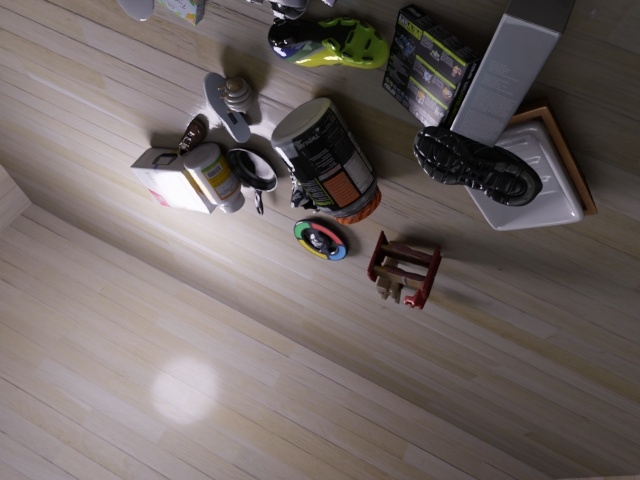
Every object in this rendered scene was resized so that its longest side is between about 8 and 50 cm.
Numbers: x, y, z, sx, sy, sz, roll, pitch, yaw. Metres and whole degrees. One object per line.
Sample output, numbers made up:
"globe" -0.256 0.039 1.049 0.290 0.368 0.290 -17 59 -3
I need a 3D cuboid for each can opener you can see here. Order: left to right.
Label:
"can opener" -0.149 -0.552 0.903 0.283 0.076 0.095 28 170 4

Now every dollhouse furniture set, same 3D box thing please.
"dollhouse furniture set" 0.302 0.122 1.517 0.201 0.152 0.374 17 165 21

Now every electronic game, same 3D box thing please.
"electronic game" 0.000 0.000 1.661 0.229 0.048 0.229 23 150 14

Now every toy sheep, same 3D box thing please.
"toy sheep" -0.230 -0.401 1.214 0.091 0.091 0.132 22 163 14

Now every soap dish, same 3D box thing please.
"soap dish" 0.433 -0.157 0.951 0.228 0.118 0.291 -9 132 48

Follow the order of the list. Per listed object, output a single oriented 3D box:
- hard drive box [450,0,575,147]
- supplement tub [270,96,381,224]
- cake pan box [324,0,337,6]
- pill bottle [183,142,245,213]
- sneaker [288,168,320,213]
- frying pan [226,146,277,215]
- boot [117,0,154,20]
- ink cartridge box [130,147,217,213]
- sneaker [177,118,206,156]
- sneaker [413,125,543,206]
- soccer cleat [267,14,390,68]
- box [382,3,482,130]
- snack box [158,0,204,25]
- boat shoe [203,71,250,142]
"hard drive box" 0.328 -0.310 0.748 0.089 0.181 0.232 26 150 10
"supplement tub" 0.027 -0.202 1.175 0.193 0.194 0.316 -1 138 43
"cake pan box" -0.018 -0.591 0.746 0.245 0.070 0.267 33 150 -8
"pill bottle" -0.370 -0.215 1.573 0.136 0.136 0.246 10 145 32
"sneaker" -0.063 -0.178 1.335 0.235 0.153 0.094 46 147 -25
"frying pan" -0.204 -0.204 1.529 0.197 0.053 0.326 9 146 34
"boot" -0.439 -0.653 0.991 0.095 0.124 0.258 -2 147 -1
"ink cartridge box" -0.554 -0.237 1.716 0.306 0.131 0.226 10 144 30
"sneaker" -0.450 -0.345 1.513 0.066 0.071 0.188 37 151 -11
"sneaker" 0.303 -0.147 0.856 0.267 0.106 0.101 37 127 29
"soccer cleat" 0.022 -0.426 0.962 0.289 0.094 0.121 18 179 21
"box" 0.211 -0.335 0.875 0.191 0.045 0.184 51 156 23
"snack box" -0.350 -0.606 1.054 0.141 0.037 0.100 33 152 -2
"boat shoe" -0.283 -0.394 1.294 0.076 0.080 0.229 38 167 43
